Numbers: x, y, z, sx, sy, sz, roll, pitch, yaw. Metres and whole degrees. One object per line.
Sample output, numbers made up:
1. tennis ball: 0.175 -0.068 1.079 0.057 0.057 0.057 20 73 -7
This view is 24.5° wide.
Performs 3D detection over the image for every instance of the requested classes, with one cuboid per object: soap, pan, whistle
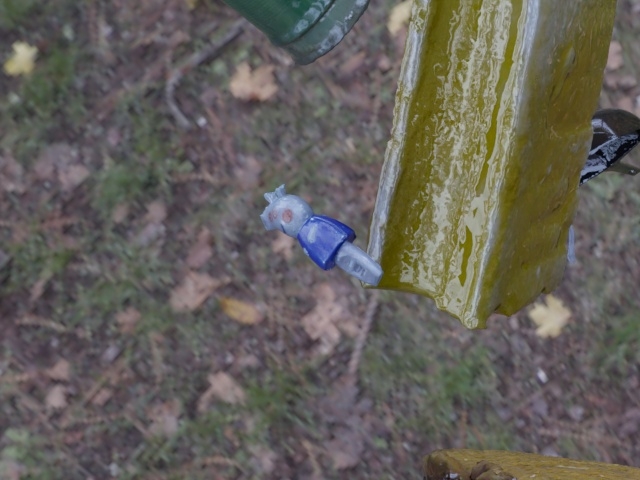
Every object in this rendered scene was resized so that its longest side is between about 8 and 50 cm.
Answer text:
1. soap: 0.150 -0.100 1.200 0.143 0.281 0.259 16 21 24
2. pan: 0.256 -0.080 1.461 0.128 0.202 0.048 -30 76 2
3. whistle: 0.000 0.000 0.845 0.083 0.033 0.029 36 44 15

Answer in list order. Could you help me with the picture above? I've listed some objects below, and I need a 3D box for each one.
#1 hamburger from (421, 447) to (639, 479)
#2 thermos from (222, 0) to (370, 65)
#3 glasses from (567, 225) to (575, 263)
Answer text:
1. hamburger: 0.216 0.248 1.130 0.304 0.284 0.174 147 137 -72
2. thermos: -0.057 -0.185 0.846 0.083 0.188 0.073 -48 27 15
3. glasses: 0.259 -0.031 1.677 0.104 0.140 0.062 33 75 24
